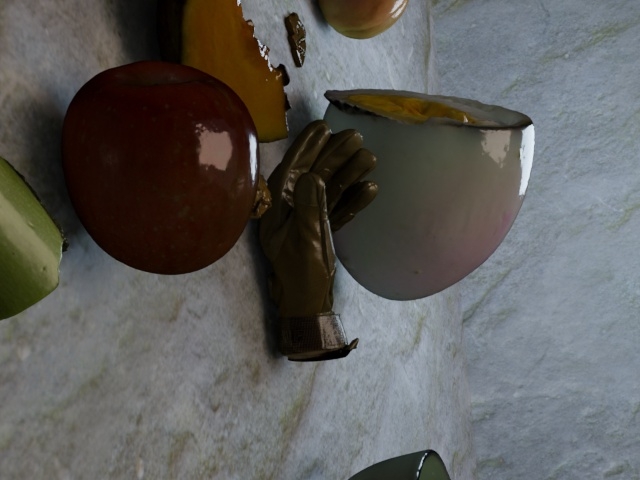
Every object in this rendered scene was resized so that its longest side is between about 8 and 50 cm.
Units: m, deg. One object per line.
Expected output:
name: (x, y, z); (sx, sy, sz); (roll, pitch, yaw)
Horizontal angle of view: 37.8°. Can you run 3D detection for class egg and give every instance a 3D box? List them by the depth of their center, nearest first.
egg: (0.156, -0.062, 1.545); (0.354, 0.355, 0.339); (-47, 146, -69)

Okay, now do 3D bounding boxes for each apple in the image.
apple: (-0.141, -0.069, 0.831); (0.181, 0.181, 0.168); (-67, 166, -60)

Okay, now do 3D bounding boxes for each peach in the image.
peach: (0.082, -0.464, 1.731); (0.184, 0.184, 0.184); (-7, 90, -73)

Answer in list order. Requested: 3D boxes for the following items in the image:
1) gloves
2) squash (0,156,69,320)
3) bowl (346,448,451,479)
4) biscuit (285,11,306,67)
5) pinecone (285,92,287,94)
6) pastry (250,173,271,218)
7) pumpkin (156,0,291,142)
gloves: (-0.013, 0.001, 1.278); (0.154, 0.141, 0.331); (-5, 98, -48)
squash: (-0.248, -0.047, 0.622); (0.200, 0.090, 0.075); (67, 30, -25)
bowl: (0.079, 0.473, 1.289); (0.354, 0.185, 0.353); (-7, 90, -73)
biscuit: (-0.038, -0.332, 1.548); (0.082, 0.016, 0.092); (15, 67, -73)
pinecone: (-0.080, -0.172, 1.234); (0.077, 0.083, 0.077); (38, 11, -8)
pastry: (-0.106, -0.078, 1.149); (0.140, 0.056, 0.080); (56, 23, -43)
pumpkin: (-0.135, -0.245, 1.040); (0.148, 0.169, 0.312); (-28, 140, -29)
